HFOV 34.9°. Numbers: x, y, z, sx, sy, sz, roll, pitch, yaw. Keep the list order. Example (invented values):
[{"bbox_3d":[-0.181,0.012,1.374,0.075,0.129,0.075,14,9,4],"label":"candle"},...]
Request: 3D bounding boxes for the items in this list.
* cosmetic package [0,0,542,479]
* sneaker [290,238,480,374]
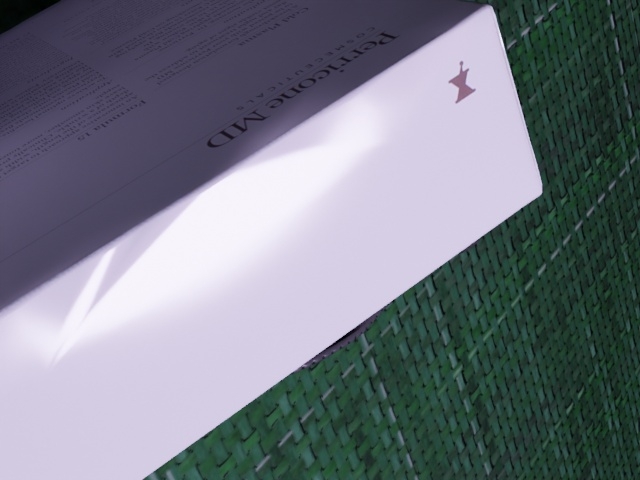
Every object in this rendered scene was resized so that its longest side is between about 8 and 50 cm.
[{"bbox_3d":[-0.142,0.003,0.446,0.377,0.284,0.097,-34,121,-16],"label":"cosmetic package"},{"bbox_3d":[0.000,0.000,0.827,0.330,0.122,0.146,-37,104,-37],"label":"sneaker"}]
